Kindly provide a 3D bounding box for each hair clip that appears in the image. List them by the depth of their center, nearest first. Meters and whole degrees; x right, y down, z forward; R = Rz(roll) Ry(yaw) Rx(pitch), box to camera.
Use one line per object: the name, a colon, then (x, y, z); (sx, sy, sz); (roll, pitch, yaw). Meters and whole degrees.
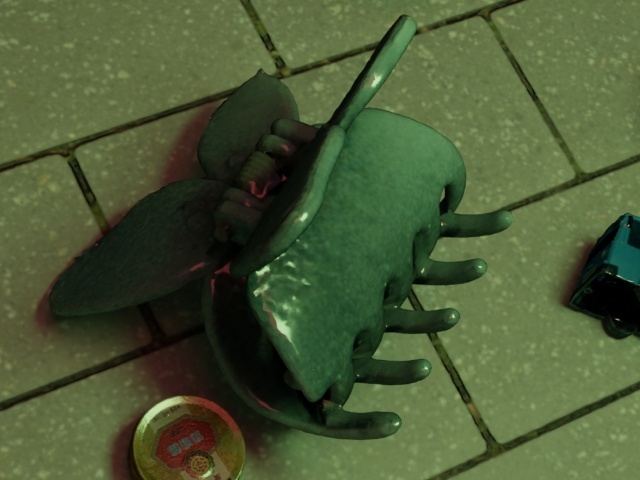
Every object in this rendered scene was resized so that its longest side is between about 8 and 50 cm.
hair clip: (0.000, 0.000, 1.462); (0.238, 0.392, 0.318); (46, 56, -20)

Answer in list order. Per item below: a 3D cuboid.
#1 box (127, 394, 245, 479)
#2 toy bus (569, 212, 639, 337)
box: (-0.120, 0.192, 1.459); (0.105, 0.037, 0.106); (6, 64, -13)
toy bus: (0.354, 0.050, 1.638); (0.184, 0.090, 0.106); (23, 60, -6)
